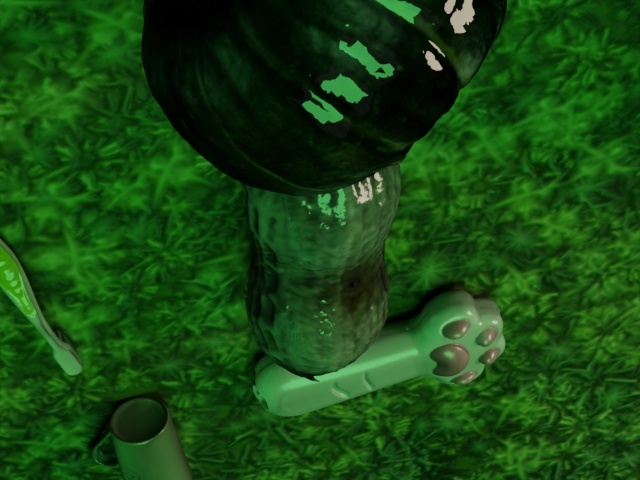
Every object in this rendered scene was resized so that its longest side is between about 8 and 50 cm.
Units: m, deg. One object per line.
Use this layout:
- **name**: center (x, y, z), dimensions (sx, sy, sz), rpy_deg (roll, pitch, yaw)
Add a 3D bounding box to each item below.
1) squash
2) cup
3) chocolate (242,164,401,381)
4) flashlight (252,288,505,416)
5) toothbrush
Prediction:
- **squash**: center (0.000, -0.128, 0.919), dimensions (0.218, 0.218, 0.172), rpy_deg (-34, 108, 20)
- **cup**: center (-0.142, 0.162, 1.317), dimensions (0.054, 0.075, 0.083), rpy_deg (-41, 143, -27)
- **chocolate**: center (0.000, 0.000, 1.134), dimensions (0.110, 0.110, 0.248), rpy_deg (-9, 138, -7)
- **flashlight**: center (0.045, 0.093, 1.290), dimensions (0.200, 0.047, 0.093), rpy_deg (-15, 139, -2)
- **toothbrush**: center (-0.222, 0.015, 1.142), dimensions (0.022, 0.026, 0.263), rpy_deg (-25, 138, 2)
